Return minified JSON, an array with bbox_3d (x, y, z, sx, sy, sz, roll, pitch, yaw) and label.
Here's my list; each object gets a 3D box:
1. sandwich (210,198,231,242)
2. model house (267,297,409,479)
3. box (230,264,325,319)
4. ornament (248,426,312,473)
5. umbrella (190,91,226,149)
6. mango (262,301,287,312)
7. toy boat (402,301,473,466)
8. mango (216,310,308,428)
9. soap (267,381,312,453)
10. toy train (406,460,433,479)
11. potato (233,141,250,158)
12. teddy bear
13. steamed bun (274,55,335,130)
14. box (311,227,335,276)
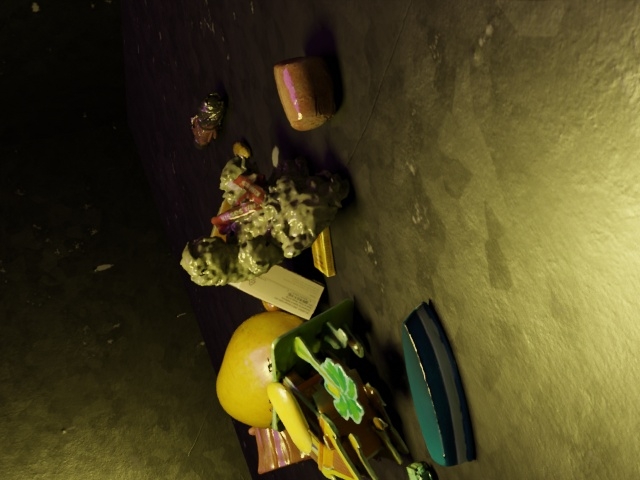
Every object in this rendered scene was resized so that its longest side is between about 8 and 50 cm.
[{"bbox_3d":[-0.258,-0.023,2.095,0.155,0.227,0.198,135,117,-67],"label":"sandwich"},{"bbox_3d":[0.070,0.354,1.610,0.313,0.242,0.358,37,140,34],"label":"model house"},{"bbox_3d":[-0.131,0.104,1.871,0.106,0.203,0.251,-66,19,-5],"label":"box"},{"bbox_3d":[-0.094,0.549,2.163,0.235,0.221,0.217,-30,70,41],"label":"ornament"},{"bbox_3d":[-0.351,-0.366,2.286,0.326,0.094,0.090,133,119,-69],"label":"umbrella"},{"bbox_3d":[-0.131,0.147,2.091,0.098,0.075,0.190,35,-162,-34],"label":"mango"},{"bbox_3d":[0.203,0.258,1.311,0.096,0.061,0.299,179,76,-70],"label":"toy boat"},{"bbox_3d":[-0.145,0.358,1.952,0.445,0.220,0.301,-35,86,42],"label":"mango"},{"bbox_3d":[-0.064,0.376,1.564,0.089,0.033,0.168,-6,111,57],"label":"soap"},{"bbox_3d":[0.222,0.530,1.505,0.071,0.038,0.148,163,91,-73],"label":"toy train"},{"bbox_3d":[-0.229,-0.259,2.110,0.046,0.045,0.092,43,-176,-36],"label":"potato"},{"bbox_3d":[-0.098,-0.067,1.594,0.367,0.224,0.357,-30,30,46],"label":"teddy bear"},{"bbox_3d":[-0.028,-0.295,1.461,0.175,0.106,0.145,-132,24,-78],"label":"steamed bun"},{"bbox_3d":[0.000,0.000,1.719,0.089,0.022,0.156,-146,44,-60],"label":"box"}]
